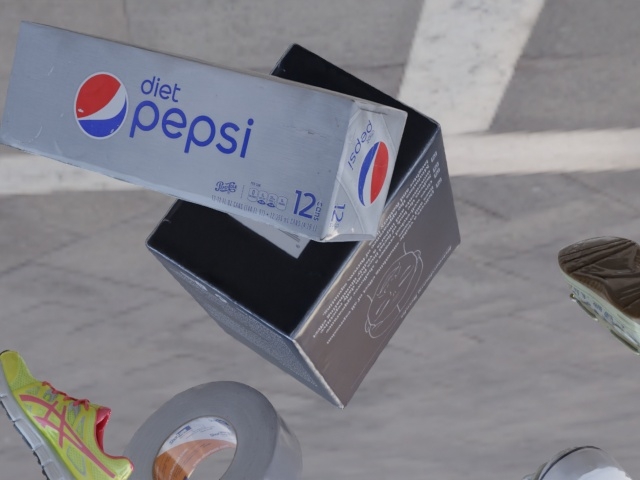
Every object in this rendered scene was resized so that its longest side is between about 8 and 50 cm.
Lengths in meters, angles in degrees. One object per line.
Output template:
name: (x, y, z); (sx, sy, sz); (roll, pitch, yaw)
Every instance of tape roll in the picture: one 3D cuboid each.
tape roll: (-0.134, 0.276, 1.457); (0.219, 0.219, 0.072); (-12, 133, 22)

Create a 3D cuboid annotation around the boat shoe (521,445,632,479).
boat shoe: (0.209, 0.231, 1.038); (0.096, 0.088, 0.267); (-30, 144, -3)

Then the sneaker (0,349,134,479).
sneaker: (-0.276, 0.196, 1.321); (0.094, 0.208, 0.081); (-35, 166, -9)

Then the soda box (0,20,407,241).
soda box: (-0.090, -0.081, 0.873); (0.286, 0.098, 0.091); (16, -173, 26)

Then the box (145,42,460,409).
box: (0.000, 0.000, 1.502); (0.212, 0.293, 0.395); (32, 169, 19)

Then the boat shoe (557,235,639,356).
boat shoe: (0.366, 0.072, 1.487); (0.105, 0.089, 0.285); (-17, -159, 0)
